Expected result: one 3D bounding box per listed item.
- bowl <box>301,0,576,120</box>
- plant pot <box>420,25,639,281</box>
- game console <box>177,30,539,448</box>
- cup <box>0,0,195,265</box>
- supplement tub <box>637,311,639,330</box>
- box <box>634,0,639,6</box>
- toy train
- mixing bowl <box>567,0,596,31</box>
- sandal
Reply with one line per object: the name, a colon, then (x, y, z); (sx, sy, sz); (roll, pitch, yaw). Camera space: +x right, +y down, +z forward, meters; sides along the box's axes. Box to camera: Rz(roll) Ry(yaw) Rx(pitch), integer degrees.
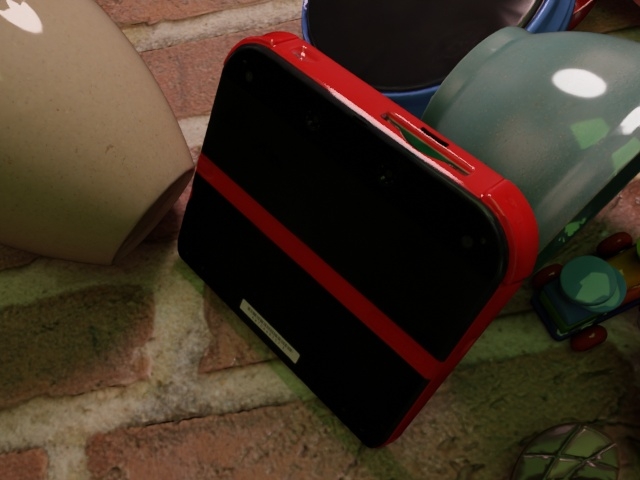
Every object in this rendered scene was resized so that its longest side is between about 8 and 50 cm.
bowl: (0.149, -0.348, 0.779); (0.391, 0.077, 0.391); (-8, 70, 23)
plant pot: (0.232, -0.107, 0.602); (0.293, 0.293, 0.196); (-39, 70, -10)
game console: (0.000, 0.000, 0.604); (0.386, 0.342, 0.060); (41, 39, 22)
cup: (-0.302, -0.106, 0.690); (0.237, 0.331, 0.331); (39, 74, -7)
supplement tub: (0.433, 0.188, 0.459); (0.235, 0.235, 0.325); (-6, 53, 5)
box: (0.504, -0.417, 0.746); (0.300, 0.142, 0.154); (44, 78, 2)
toy train: (0.364, 0.022, 0.602); (0.248, 0.143, 0.105); (-27, 66, 4)
mixing bowl: (0.325, -0.362, 0.802); (0.181, 0.098, 0.181); (-7, 71, 22)
sandal: (0.231, 0.289, 0.568); (0.090, 0.060, 0.219); (22, 85, 22)
